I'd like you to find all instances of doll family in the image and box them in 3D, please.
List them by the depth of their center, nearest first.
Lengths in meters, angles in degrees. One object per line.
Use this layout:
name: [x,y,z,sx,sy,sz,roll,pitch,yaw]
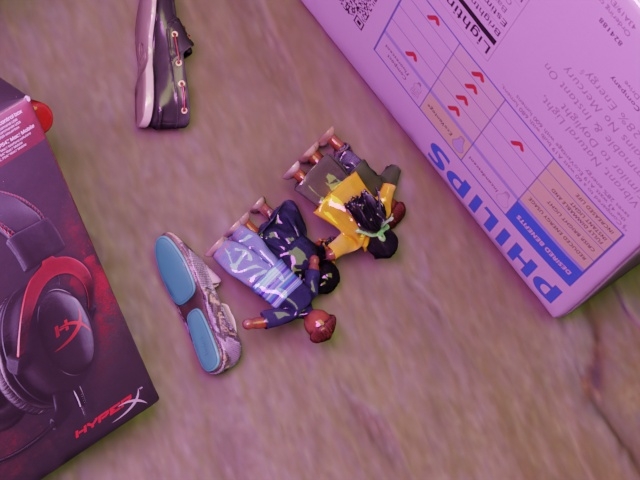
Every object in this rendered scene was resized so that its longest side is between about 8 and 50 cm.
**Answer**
doll family: [0.000,0.000,1.298,0.111,0.076,0.193,45,74,-2]

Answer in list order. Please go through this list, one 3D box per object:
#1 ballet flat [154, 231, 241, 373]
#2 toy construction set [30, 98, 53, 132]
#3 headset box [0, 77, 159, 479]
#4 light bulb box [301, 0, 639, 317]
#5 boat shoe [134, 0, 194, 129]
ballet flat: [-0.089,0.046,1.282,0.041,0.041,0.114,-20,79,-18]
toy construction set: [-0.347,-0.183,1.211,0.257,0.237,0.309,-49,117,-11]
headset box: [-0.261,0.035,1.111,0.218,0.110,0.293,-33,127,-21]
light bulb box: [0.198,-0.187,1.237,0.225,0.361,0.358,-34,80,-21]
boat shoe: [-0.122,-0.150,1.325,0.042,0.049,0.133,3,75,-18]
